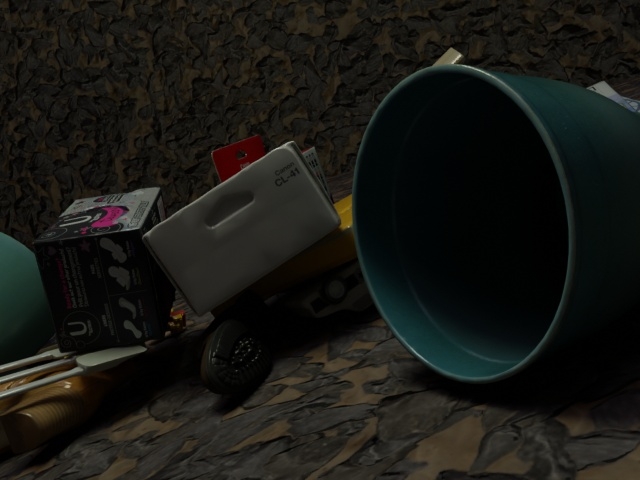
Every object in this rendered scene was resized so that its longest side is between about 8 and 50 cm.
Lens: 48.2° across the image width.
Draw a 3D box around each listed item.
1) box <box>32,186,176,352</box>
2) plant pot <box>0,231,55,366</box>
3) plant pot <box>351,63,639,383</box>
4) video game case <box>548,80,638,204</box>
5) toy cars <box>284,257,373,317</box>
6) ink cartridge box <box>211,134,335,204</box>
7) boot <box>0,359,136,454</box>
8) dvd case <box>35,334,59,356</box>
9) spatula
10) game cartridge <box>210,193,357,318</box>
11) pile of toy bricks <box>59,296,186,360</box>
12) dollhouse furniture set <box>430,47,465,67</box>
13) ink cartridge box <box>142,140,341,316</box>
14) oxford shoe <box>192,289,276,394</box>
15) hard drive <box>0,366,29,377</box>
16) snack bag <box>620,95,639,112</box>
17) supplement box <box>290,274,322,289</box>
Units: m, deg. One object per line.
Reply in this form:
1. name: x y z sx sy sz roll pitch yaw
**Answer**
1. box: -0.295 0.031 1.022 0.142 0.163 0.247 -9 17 -4
2. plant pot: -0.640 0.155 1.249 0.293 0.293 0.235 -16 28 18
3. plant pot: 0.210 -0.029 0.678 0.255 0.271 0.272 -10 3 -31
4. video game case: 0.271 -0.102 0.932 0.270 0.061 0.244 -25 15 19
5. toy cars: 0.088 0.027 1.078 0.176 0.087 0.393 -28 9 29
6. ink cartridge box: -0.085 -0.103 1.547 0.130 0.271 0.309 -17 11 17
7. boot: -0.414 0.223 0.965 0.295 0.104 0.211 -9 8 19
8. dvd case: -0.486 0.187 1.488 0.221 0.018 0.164 -19 9 8
9. spatula: -0.359 0.162 0.901 0.242 0.019 0.168 -13 12 -37
10. game cartridge: 0.000 0.000 1.106 0.324 0.052 0.285 -29 8 38
11. pile of toy bricks: -0.314 0.153 1.155 0.212 0.118 0.105 -14 40 -22
12. dollhouse furniture set: 0.266 -0.177 1.136 0.212 0.161 0.242 -45 39 9
13. ink cartridge box: -0.106 -0.026 1.015 0.226 0.131 0.306 -34 8 0
14. oxford shoe: -0.116 0.144 0.897 0.096 0.083 0.227 -38 7 11
15. hard drive: -0.555 0.269 1.073 0.255 0.054 0.172 -23 11 -17
16. snack bag: 0.499 -0.159 1.192 0.323 0.037 0.342 -22 30 -20
17. supplement box: -0.043 0.058 1.261 0.083 0.043 0.055 -13 13 29
